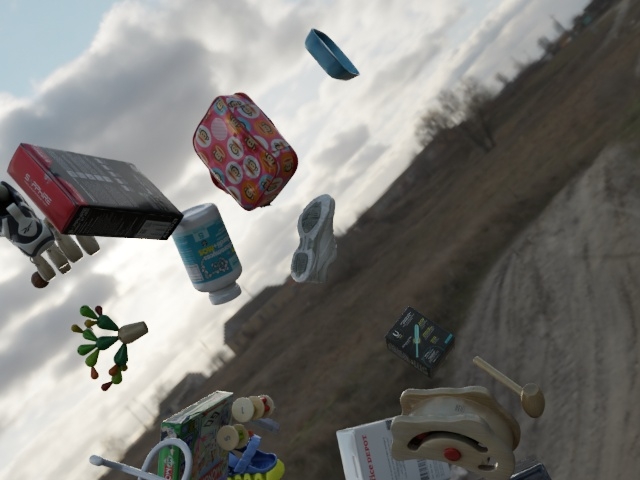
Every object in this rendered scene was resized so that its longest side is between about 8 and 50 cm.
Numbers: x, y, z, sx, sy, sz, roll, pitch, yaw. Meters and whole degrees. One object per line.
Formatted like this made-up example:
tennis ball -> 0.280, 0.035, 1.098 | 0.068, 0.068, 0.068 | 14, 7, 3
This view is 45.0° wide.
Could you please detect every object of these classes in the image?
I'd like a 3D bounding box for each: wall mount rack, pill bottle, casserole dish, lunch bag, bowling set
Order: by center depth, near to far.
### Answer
wall mount rack -> -0.295, 0.488, 1.246 | 0.304, 0.130, 0.350 | 2, 65, 38
casserole dish -> 0.020, -0.352, 1.485 | 0.037, 0.114, 0.188 | -40, 0, 16
pill bottle -> -0.303, 0.040, 2.098 | 0.146, 0.264, 0.146 | -19, 16, 6
lunch bag -> -0.218, -0.228, 2.105 | 0.120, 0.293, 0.258 | -25, -19, -48
bowling set -> -0.778, 0.032, 2.184 | 0.200, 0.154, 0.287 | -36, 2, 7

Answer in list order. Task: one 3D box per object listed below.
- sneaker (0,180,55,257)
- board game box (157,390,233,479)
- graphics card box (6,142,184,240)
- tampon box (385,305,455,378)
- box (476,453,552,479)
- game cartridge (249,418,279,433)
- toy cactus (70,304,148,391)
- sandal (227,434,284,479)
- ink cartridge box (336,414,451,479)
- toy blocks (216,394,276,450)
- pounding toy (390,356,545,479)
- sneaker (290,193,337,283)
sneaker -> -0.624, -0.068, 1.477 | 0.094, 0.235, 0.153 | -43, -37, -21
board game box -> -0.267, 0.463, 1.672 | 0.317, 0.046, 0.213 | -4, -82, -77
graphics card box -> -0.524, -0.109, 1.833 | 0.094, 0.233, 0.371 | -54, -23, 16
tampon box -> 0.283, 0.290, 2.188 | 0.120, 0.161, 0.101 | -49, -24, -16
box -> 0.363, 0.734, 1.786 | 0.472, 0.297, 0.480 | -26, -17, 6
game cartridge -> -0.141, 0.451, 1.912 | 0.056, 0.083, 0.017 | 106, -171, -63
toy cactus -> -0.516, 0.251, 1.928 | 0.181, 0.218, 0.112 | -21, -4, -1
sandal -> -0.268, 0.629, 2.206 | 0.318, 0.138, 0.126 | -12, 18, 7
ink cartridge box -> 0.200, 0.591, 2.126 | 0.273, 0.198, 0.115 | -6, -13, -27
toy blocks -> -0.154, 0.398, 1.694 | 0.123, 0.054, 0.148 | -62, -23, 3
pounding toy -> 0.259, 0.305, 1.315 | 0.270, 0.154, 0.155 | -9, 31, 29
sneaker -> 0.000, 0.000, 1.941 | 0.115, 0.090, 0.232 | 18, -93, -45
